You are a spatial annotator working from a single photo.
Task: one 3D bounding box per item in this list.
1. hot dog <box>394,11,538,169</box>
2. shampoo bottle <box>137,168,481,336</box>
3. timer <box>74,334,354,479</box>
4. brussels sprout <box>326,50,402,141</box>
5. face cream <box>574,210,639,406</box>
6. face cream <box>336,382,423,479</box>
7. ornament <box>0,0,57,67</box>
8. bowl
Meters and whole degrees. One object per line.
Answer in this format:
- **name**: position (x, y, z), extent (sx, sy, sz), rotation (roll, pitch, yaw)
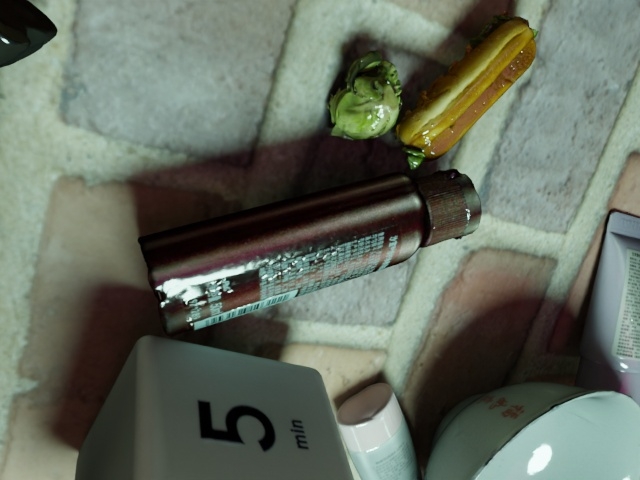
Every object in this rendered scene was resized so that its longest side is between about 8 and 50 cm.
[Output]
- **hot dog**: position (0.144, -0.151, 0.547), extent (0.188, 0.055, 0.072), rotation (-45, 152, 4)
- **shampoo bottle**: position (0.000, 0.000, 0.518), extent (0.323, 0.084, 0.129), rotation (-17, 151, -17)
- **timer**: position (-0.103, 0.228, 0.489), extent (0.195, 0.194, 0.192), rotation (19, 118, -28)
- **brussels sprout**: position (0.049, -0.137, 0.514), extent (0.085, 0.058, 0.085), rotation (-2, 94, -28)
- **face cream**: position (0.437, 0.103, 0.769), extent (0.154, 0.096, 0.273), rotation (10, 93, -24)
- **face cream**: position (0.082, 0.277, 0.692), extent (0.084, 0.057, 0.198), rotation (-30, 117, -19)
- **ornament**: position (-0.340, -0.101, 0.340), extent (0.251, 0.106, 0.260), rotation (38, 101, -24)
- **bowl**: position (0.249, 0.305, 0.713), extent (0.346, 0.157, 0.345), rotation (-10, 114, -23)
